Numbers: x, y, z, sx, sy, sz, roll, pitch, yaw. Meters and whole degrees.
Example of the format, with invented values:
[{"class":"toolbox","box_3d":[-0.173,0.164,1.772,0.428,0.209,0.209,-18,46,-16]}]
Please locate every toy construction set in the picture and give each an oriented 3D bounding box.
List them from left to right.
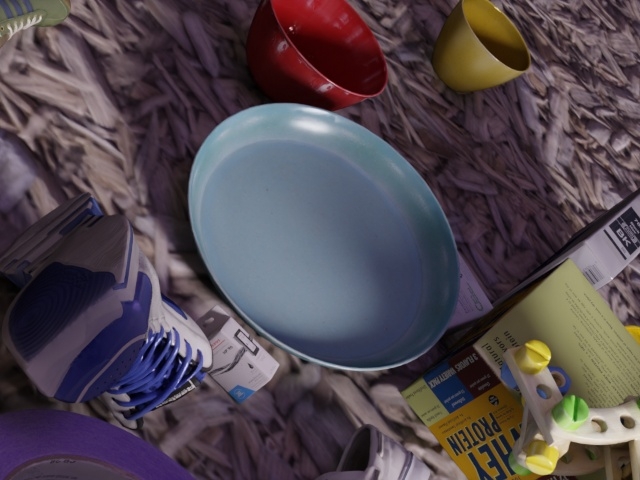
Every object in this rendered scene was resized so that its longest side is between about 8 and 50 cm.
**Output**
[{"class":"toy construction set","box_3d":[0.262,0.265,1.458,0.215,0.151,0.327,14,66,-18]}]

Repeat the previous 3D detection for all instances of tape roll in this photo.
[{"class":"tape roll","box_3d":[-0.173,0.254,1.118,0.275,0.090,0.274,30,29,-19]}]

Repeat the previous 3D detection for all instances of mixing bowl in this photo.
[{"class":"mixing bowl","box_3d":[-0.020,-0.214,1.819,0.181,0.098,0.181,33,35,-27]}]

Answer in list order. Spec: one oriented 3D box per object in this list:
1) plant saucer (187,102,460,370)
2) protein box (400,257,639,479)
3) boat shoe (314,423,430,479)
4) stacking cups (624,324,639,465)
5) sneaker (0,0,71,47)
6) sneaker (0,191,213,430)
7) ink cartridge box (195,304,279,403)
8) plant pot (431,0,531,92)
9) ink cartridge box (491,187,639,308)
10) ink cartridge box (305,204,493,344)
[{"class":"plant saucer","box_3d":[0.000,0.000,1.617,0.318,0.043,0.317,17,52,-23]},{"class":"protein box","box_3d":[0.237,0.166,1.673,0.200,0.136,0.201,52,48,2]},{"class":"boat shoe","box_3d":[0.026,0.248,1.412,0.088,0.096,0.267,45,31,-2]},{"class":"stacking cups","box_3d":[0.406,0.257,1.871,0.096,0.096,0.316,11,48,-46]},{"class":"sneaker","box_3d":[-0.316,-0.211,1.489,0.192,0.064,0.086,7,60,-48]},{"class":"sneaker","box_3d":[-0.156,0.073,1.264,0.182,0.127,0.315,50,-1,-18]},{"class":"ink cartridge box","box_3d":[-0.086,0.106,1.457,0.083,0.048,0.028,45,32,-7]},{"class":"plant pot","box_3d":[0.210,-0.259,2.156,0.134,0.095,0.134,32,37,-28]},{"class":"ink cartridge box","box_3d":[0.342,0.020,1.970,0.065,0.165,0.333,53,33,3]},{"class":"ink cartridge box","box_3d":[0.070,0.017,1.745,0.224,0.045,0.223,-11,66,-53]}]
